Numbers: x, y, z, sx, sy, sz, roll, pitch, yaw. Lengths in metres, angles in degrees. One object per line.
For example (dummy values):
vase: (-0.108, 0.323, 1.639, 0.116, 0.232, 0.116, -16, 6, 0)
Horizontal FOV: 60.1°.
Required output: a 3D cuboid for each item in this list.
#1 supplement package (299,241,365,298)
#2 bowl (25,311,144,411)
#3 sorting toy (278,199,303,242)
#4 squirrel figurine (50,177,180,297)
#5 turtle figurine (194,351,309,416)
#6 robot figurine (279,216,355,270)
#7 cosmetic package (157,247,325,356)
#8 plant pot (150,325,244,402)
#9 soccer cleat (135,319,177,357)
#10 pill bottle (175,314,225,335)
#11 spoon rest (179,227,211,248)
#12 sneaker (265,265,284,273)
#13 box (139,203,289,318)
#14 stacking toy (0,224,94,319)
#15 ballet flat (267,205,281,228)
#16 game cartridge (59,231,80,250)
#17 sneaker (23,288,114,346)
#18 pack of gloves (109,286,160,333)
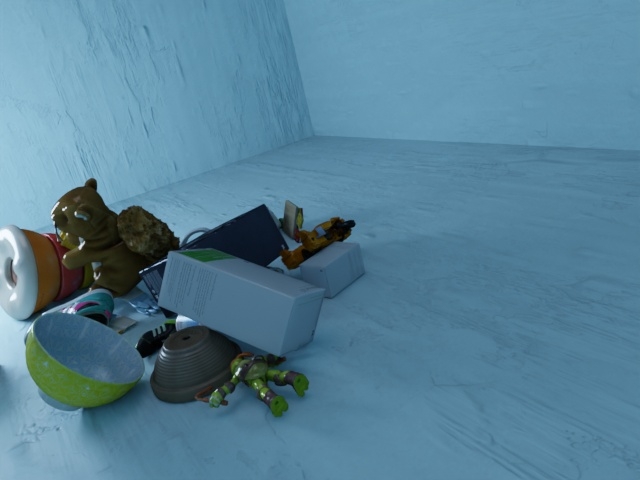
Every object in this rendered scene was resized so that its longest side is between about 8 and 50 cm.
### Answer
supplement package: (0.038, 0.086, 1.699, 0.105, 0.105, 0.179, 5, 26, 41)
bowl: (-0.600, 0.321, 1.361, 0.156, 0.289, 0.289, -57, 22, 6)
sorting toy: (-0.104, -0.082, 2.218, 0.046, 0.132, 0.274, 1, 15, -22)
squirrel figurine: (-0.680, -0.030, 1.849, 0.397, 0.370, 0.281, -9, 40, 8)
turtle figurine: (-0.132, 0.302, 1.253, 0.217, 0.087, 0.269, 12, 25, 42)
robot figurine: (0.000, 0.000, 1.832, 0.211, 0.085, 0.291, -45, -11, 32)
cosmetic package: (-0.198, 0.145, 1.400, 0.365, 0.155, 0.197, 17, 8, 20)
plant pot: (-0.318, 0.289, 1.383, 0.237, 0.110, 0.237, -11, 21, 4)
soccer cleat: (-0.454, 0.277, 1.575, 0.072, 0.060, 0.179, -1, 21, 27)
pill bottle: (-0.322, 0.231, 1.541, 0.160, 0.087, 0.087, -6, 20, 40)
spoon rest: (-0.529, 0.038, 2.127, 0.276, 0.084, 0.137, -36, 14, -2)
sneaker: (-0.158, 0.105, 1.894, 0.037, 0.032, 0.083, -13, 20, -42)
box: (-0.334, 0.062, 1.774, 0.312, 0.179, 0.343, -21, 12, 37)
stacking toy: (-0.989, 0.100, 2.166, 0.350, 0.350, 0.480, 4, 8, 40)
ballet flat: (-0.313, -0.023, 2.177, 0.147, 0.147, 0.409, 0, 24, 33)
game cartridge: (-0.862, 0.002, 2.201, 0.052, 0.324, 0.285, -54, 27, 16)
sneaker: (-0.766, 0.278, 1.697, 0.295, 0.124, 0.178, -33, 30, -10)
pack of gloves: (-0.648, 0.239, 1.848, 0.232, 0.046, 0.195, 19, 36, 40)
